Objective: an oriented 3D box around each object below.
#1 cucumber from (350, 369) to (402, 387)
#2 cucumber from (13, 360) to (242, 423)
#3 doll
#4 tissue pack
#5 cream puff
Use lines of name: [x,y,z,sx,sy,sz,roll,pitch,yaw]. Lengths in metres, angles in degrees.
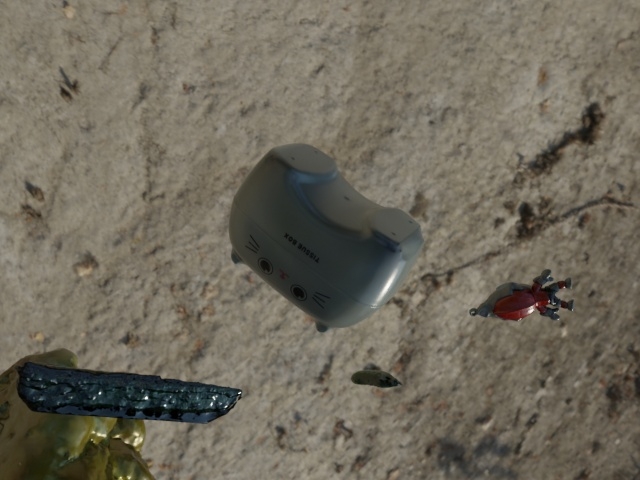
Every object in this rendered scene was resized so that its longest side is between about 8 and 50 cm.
cucumber: [0.120,0.297,1.499,0.037,0.155,0.037,5,83,-38]
cucumber: [-0.187,0.144,0.658,0.220,0.070,0.046,18,79,-36]
doll: [0.221,0.065,0.766,0.114,0.039,0.057,-11,142,16]
tissue pack: [0.000,0.000,1.266,0.236,0.333,0.229,-57,168,25]
cream puff: [-0.340,0.314,0.872,0.291,0.324,0.257,-52,124,-13]
